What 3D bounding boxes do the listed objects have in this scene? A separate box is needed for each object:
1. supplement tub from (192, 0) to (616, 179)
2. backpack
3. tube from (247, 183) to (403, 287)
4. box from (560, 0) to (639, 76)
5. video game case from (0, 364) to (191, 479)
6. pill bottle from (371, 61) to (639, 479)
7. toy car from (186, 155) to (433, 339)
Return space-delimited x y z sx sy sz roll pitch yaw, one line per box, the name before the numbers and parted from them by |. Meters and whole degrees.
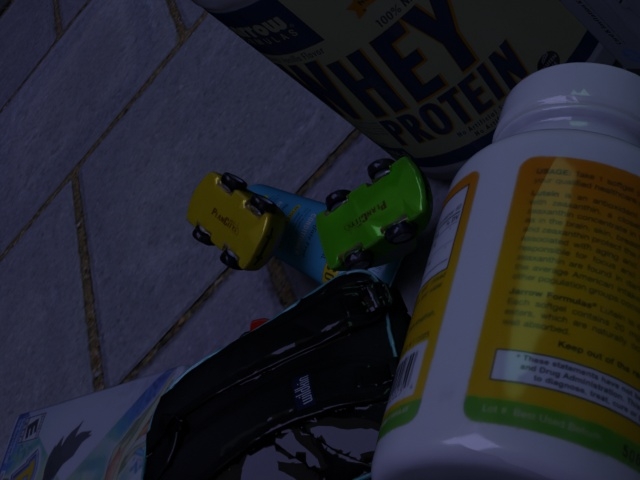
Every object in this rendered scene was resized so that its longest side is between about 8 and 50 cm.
supplement tub | 0.040 -0.216 0.708 0.235 0.325 0.235 -33 39 32
backpack | -0.011 0.131 0.627 0.188 0.144 0.166 -24 41 10
tube | 0.000 0.000 0.834 0.207 0.052 0.080 23 93 51
box | 0.202 -0.182 0.595 0.038 0.186 0.145 13 73 56
video game case | -0.237 0.288 0.892 0.300 0.036 0.329 -21 46 42
pill bottle | 0.120 0.031 0.517 0.136 0.136 0.246 -18 43 44
toy car | 0.003 0.016 0.759 0.225 0.053 0.239 -33 59 31
